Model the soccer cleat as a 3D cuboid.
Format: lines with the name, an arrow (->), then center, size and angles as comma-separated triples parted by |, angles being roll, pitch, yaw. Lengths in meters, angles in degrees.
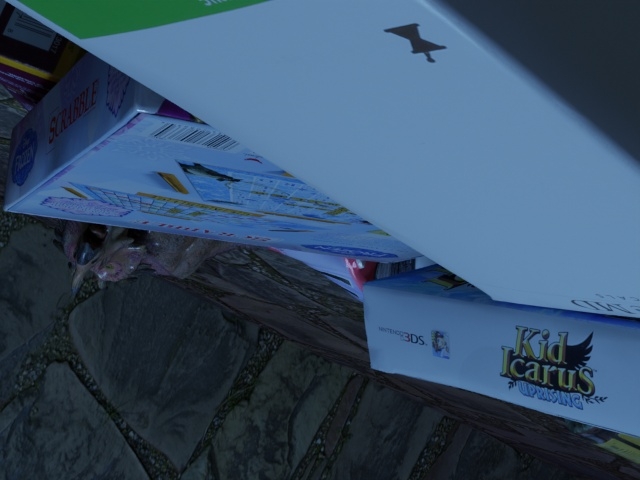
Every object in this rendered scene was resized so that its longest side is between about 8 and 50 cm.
soccer cleat -> 0.000, 0.000, 1.191 | 0.095, 0.083, 0.248 | -7, 148, 37

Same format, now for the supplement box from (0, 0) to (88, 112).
supplement box -> -0.172, -0.139, 0.815 | 0.080, 0.104, 0.188 | 21, 169, 8

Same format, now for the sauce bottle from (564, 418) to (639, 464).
sauce bottle -> 0.479, 0.263, 1.464 | 0.344, 0.111, 0.111 | 27, 168, -18

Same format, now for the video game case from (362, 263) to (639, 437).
video game case -> 0.202, 0.032, 0.651 | 0.269, 0.061, 0.244 | -13, -171, -32

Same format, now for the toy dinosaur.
toy dinosaur -> -0.168, -0.011, 1.178 | 0.127, 0.200, 0.295 | 15, 168, 34

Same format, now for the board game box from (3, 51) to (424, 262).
board game box -> -0.012, -0.049, 0.723 | 0.318, 0.066, 0.318 | 9, 169, -26

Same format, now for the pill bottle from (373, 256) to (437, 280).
pill bottle -> 0.121, 0.036, 1.019 | 0.130, 0.131, 0.245 | 23, 170, -4

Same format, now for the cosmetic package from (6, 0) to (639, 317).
cosmetic package -> 0.044, -0.105, 0.419 | 0.365, 0.155, 0.197 | 31, 163, -34
